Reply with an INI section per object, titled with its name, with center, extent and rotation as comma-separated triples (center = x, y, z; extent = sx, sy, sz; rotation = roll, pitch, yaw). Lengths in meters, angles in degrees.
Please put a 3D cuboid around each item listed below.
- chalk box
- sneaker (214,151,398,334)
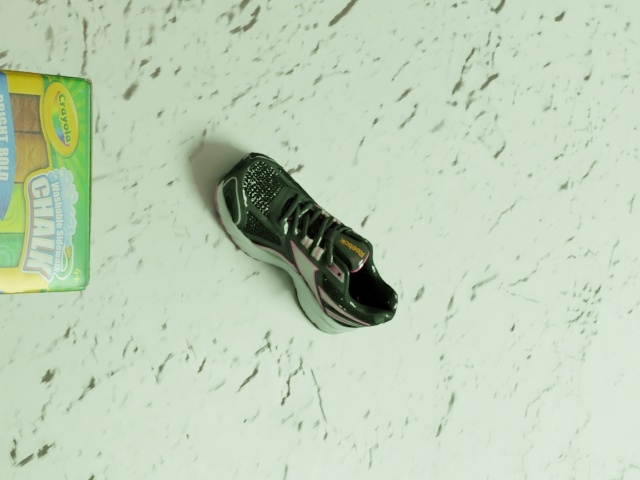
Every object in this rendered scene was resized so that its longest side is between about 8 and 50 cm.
[chalk box]
center = -0.221, -0.034, 0.947
extent = 0.213, 0.132, 0.132
rotation = -3, 92, -52
[sneaker]
center = 0.000, 0.000, 1.189
extent = 0.178, 0.077, 0.072
rotation = 46, 61, -31
